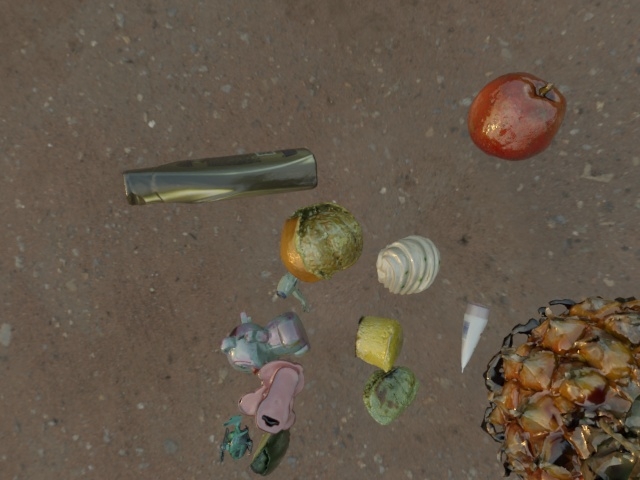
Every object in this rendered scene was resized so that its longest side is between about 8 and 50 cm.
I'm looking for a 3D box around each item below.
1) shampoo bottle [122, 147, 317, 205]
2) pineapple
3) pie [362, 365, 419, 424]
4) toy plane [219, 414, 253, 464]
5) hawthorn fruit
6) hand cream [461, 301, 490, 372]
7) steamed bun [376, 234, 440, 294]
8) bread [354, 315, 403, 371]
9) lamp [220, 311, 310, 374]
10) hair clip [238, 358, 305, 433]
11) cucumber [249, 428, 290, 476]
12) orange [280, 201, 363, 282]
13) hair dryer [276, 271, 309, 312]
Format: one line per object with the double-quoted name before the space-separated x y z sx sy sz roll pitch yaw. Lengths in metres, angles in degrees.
"shampoo bottle" -0.184 -0.120 0.831 0.350 0.125 0.084 -10 111 -21
"pineapple" 0.234 0.182 0.291 0.262 0.271 0.263 3 98 24
"pie" 0.279 0.596 1.713 0.248 0.090 0.201 -36 92 -23
"toy plane" -0.249 0.579 1.278 0.096 0.060 0.235 -6 129 -26
"hawthorn fruit" 0.612 -0.388 1.356 0.275 0.300 0.276 6 65 -14
"hand cream" 0.555 0.356 1.606 0.083 0.133 0.248 14 95 23
"steamed bun" 0.234 0.077 1.154 0.182 0.183 0.106 -24 43 7
"bread" 0.214 0.367 1.581 0.170 0.197 0.197 9 89 24
"lamp" -0.216 0.367 1.656 0.301 0.247 0.248 -23 58 4
"hair clip" -0.091 0.309 0.879 0.123 0.102 0.138 22 72 -12
"cucumber" -0.165 0.736 1.555 0.105 0.325 0.145 40 87 8
"orange" 0.000 0.000 0.755 0.156 0.156 0.134 -34 94 6
"hair dryer" -0.070 0.167 1.637 0.067 0.199 0.167 6 65 43
